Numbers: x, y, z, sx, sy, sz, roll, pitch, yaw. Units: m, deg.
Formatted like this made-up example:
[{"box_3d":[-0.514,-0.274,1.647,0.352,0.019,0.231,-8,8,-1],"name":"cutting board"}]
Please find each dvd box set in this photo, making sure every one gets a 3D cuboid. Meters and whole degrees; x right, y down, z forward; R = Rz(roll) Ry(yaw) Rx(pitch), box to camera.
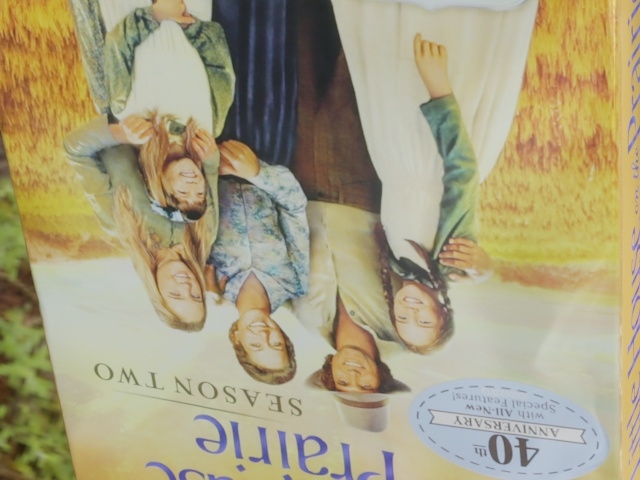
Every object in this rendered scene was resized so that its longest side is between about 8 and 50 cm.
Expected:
[{"box_3d":[0.000,0.000,0.817,0.062,0.308,0.420,-53,145,-50],"name":"dvd box set"}]
